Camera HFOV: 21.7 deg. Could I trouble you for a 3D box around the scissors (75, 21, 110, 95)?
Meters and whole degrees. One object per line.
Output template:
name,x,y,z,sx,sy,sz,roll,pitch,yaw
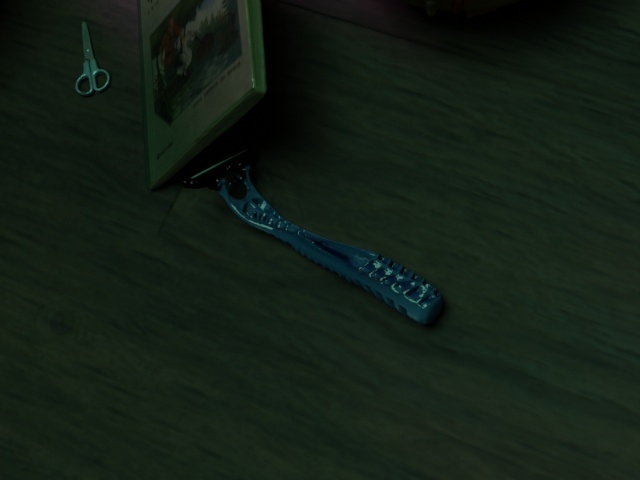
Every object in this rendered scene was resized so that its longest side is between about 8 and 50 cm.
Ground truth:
scissors,-0.222,-0.176,1.606,0.036,0.006,0.083,-17,64,12

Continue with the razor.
razor,0.000,0.000,1.432,0.253,0.042,0.082,31,41,27

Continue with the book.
book,-0.112,-0.212,1.503,0.215,0.025,0.282,-37,52,49

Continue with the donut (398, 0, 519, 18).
donut,0.147,-0.344,1.451,0.371,0.150,0.307,-33,60,7
